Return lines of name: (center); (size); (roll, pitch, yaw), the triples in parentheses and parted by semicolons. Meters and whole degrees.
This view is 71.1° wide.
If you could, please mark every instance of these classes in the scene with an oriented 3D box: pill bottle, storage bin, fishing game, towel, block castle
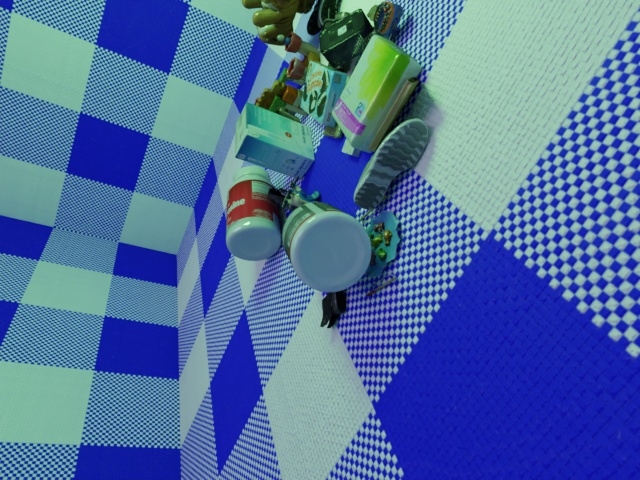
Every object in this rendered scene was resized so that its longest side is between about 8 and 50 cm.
pill bottle: (0.000, 0.000, 1.279); (0.363, 0.210, 0.210); (-132, 60, -75)
storage bin: (0.092, -0.714, 1.587); (0.180, 0.084, 0.122); (-20, 56, 28)
fishing game: (0.150, 0.008, 1.212); (0.189, 0.041, 0.264); (-41, 41, 52)
pill bottle: (-0.294, -0.131, 1.956); (0.229, 0.229, 0.408); (-52, 34, 38)
towel: (0.059, -0.431, 1.647); (0.110, 0.027, 0.148); (-69, 25, 9)
block castle: (-0.182, -0.676, 2.049); (0.453, 0.212, 0.303); (-49, 36, 41)

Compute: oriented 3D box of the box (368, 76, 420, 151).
box: (0.202, -0.346, 1.226); (0.201, 0.021, 0.164); (-59, -4, 28)

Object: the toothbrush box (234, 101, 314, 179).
toothbrush box: (-0.185, -0.398, 1.809); (0.126, 0.295, 0.216); (-49, 35, 40)

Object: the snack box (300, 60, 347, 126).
snack box: (0.005, -0.562, 1.698); (0.322, 0.060, 0.187); (-122, 42, -58)

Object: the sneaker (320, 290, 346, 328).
sneaker: (0.035, 0.170, 1.337); (0.089, 0.051, 0.170); (-32, 52, 49)

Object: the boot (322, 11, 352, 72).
boot: (0.053, -0.758, 1.777); (0.263, 0.091, 0.229); (-147, 66, -70)

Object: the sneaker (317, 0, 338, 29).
sneaker: (0.038, -1.054, 1.953); (0.108, 0.100, 0.272); (-165, 91, -69)

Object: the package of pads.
package of pads: (0.161, -0.452, 1.374); (0.297, 0.101, 0.229); (-59, 31, 28)

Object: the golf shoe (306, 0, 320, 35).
golf shoe: (-0.005, -1.046, 2.077); (0.198, 0.077, 0.094); (-62, 14, 16)

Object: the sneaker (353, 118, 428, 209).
sneaker: (0.175, -0.220, 1.214); (0.281, 0.105, 0.115); (-50, 22, 31)

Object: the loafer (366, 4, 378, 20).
loafer: (0.195, -0.773, 1.530); (0.148, 0.056, 0.050); (-112, 38, -51)

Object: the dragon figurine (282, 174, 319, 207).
dragon figurine: (-0.057, -0.152, 1.657); (0.289, 0.144, 0.085); (-88, 20, -68)

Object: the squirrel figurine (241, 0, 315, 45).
squirrel figurine: (-0.142, -1.054, 1.986); (0.281, 0.397, 0.370); (52, 166, 22)

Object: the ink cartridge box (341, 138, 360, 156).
ink cartridge box: (0.105, -0.307, 1.484); (0.083, 0.028, 0.048); (39, 111, 62)

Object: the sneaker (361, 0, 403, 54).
sneaker: (0.204, -0.653, 1.434); (0.083, 0.087, 0.221); (59, 150, 18)

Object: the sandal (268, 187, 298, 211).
sandal: (-0.131, -0.172, 1.817); (0.254, 0.097, 0.055); (35, 109, 52)
